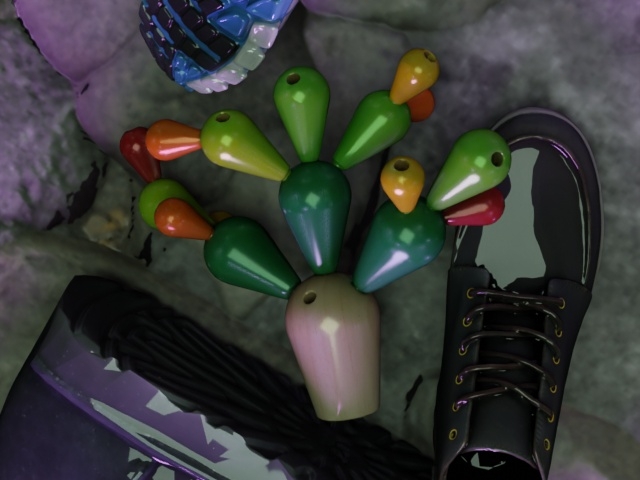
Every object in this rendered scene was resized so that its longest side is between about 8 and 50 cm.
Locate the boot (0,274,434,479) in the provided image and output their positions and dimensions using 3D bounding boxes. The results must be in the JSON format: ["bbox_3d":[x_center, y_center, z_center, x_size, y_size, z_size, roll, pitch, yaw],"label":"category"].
[{"bbox_3d":[-0.099,0.298,0.684,0.367,0.146,0.445,33,104,8],"label":"boot"}]

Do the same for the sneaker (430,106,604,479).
[{"bbox_3d":[0.104,0.048,0.602,0.083,0.118,0.222,7,107,6],"label":"sneaker"}]

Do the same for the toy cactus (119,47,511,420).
[{"bbox_3d":[0.000,0.000,0.607,0.219,0.112,0.181,-7,97,20],"label":"toy cactus"}]

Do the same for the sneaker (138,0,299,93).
[{"bbox_3d":[-0.022,-0.149,0.593,0.071,0.083,0.190,45,130,-3],"label":"sneaker"}]
